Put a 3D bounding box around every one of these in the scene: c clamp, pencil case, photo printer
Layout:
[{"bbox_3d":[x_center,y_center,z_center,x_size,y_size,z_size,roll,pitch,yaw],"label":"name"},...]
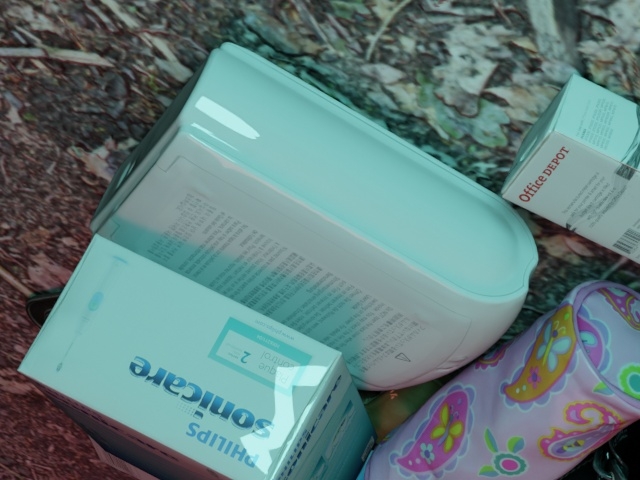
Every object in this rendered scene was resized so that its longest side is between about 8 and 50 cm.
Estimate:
[{"bbox_3d":[-0.213,0.091,1.859,0.137,0.022,0.161,45,145,-23],"label":"c clamp"},{"bbox_3d":[0.157,0.145,1.539,0.124,0.124,0.284,33,132,-15],"label":"pencil case"},{"bbox_3d":[0.000,0.000,1.487,0.307,0.107,0.256,29,151,-10],"label":"photo printer"}]

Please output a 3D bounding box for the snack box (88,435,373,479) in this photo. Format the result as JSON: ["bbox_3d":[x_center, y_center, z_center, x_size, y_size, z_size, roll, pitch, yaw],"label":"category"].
[{"bbox_3d":[-0.082,0.202,1.806,0.322,0.060,0.187,22,153,22],"label":"snack box"}]

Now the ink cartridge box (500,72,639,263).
[{"bbox_3d":[0.206,-0.044,1.333,0.135,0.056,0.099,26,149,-5],"label":"ink cartridge box"}]

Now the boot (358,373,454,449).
[{"bbox_3d":[0.115,0.213,1.769,0.269,0.089,0.236,35,137,-19],"label":"boot"}]

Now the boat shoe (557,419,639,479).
[{"bbox_3d":[0.279,0.171,1.549,0.113,0.127,0.340,43,147,-20],"label":"boat shoe"}]

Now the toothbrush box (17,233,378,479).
[{"bbox_3d":[-0.087,0.132,1.551,0.216,0.126,0.295,25,168,15],"label":"toothbrush box"}]
